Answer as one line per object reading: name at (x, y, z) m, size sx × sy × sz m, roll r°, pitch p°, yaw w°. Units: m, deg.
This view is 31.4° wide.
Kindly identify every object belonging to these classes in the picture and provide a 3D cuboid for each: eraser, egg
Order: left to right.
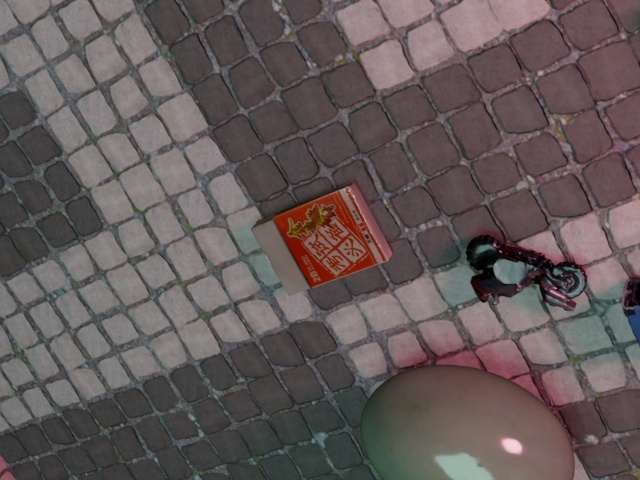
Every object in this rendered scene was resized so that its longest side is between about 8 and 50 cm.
eraser at (0.000, 0.000, 2.109) m, size 0.230 × 0.038 × 0.157 m, roll -21°, pitch 106°, yaw 30°
egg at (0.260, 0.366, 2.037) m, size 0.389 × 0.276 × 0.276 m, roll 17°, pitch 121°, yaw 12°

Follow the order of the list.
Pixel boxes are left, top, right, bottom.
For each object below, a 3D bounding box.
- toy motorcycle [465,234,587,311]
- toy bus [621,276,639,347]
toy motorcycle at (0.347, 0.070, 1.964) m, size 0.213 × 0.082 × 0.122 m, roll 18°, pitch 120°, yaw 16°
toy bus at (0.619, 0.111, 1.847) m, size 0.234 × 0.116 × 0.133 m, roll -11°, pitch 113°, yaw 26°
